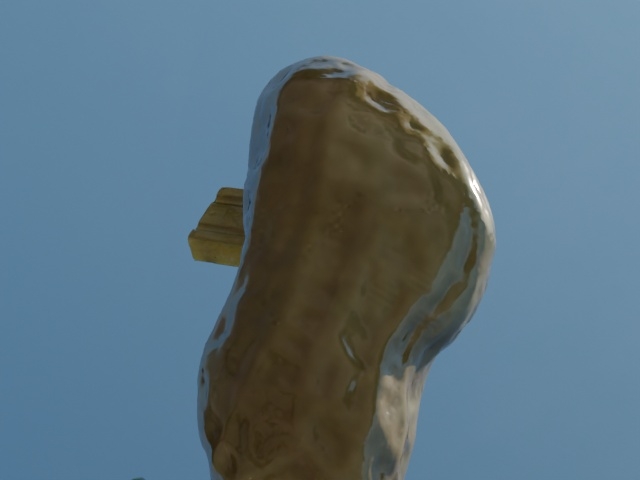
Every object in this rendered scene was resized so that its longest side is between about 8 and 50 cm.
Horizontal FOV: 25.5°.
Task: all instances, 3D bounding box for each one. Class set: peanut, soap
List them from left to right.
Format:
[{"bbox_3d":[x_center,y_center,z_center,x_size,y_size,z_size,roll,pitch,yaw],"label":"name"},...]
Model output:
[{"bbox_3d":[0.000,-0.001,1.422,0.252,0.037,0.092,8,-138,18],"label":"soap"},{"bbox_3d":[0.017,0.028,0.803,0.159,0.143,0.291,-8,-119,38],"label":"peanut"}]

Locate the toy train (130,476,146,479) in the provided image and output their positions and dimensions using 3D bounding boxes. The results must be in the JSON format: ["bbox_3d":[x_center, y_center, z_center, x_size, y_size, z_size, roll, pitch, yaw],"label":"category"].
[{"bbox_3d":[-0.214,0.415,1.386,0.397,0.253,0.160,-38,-142,-18],"label":"toy train"}]
